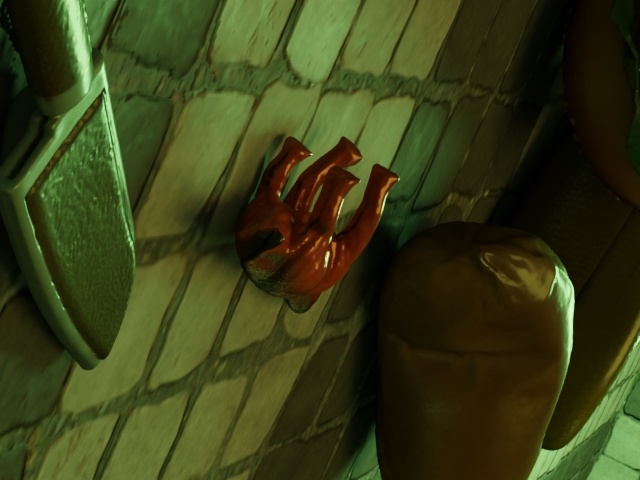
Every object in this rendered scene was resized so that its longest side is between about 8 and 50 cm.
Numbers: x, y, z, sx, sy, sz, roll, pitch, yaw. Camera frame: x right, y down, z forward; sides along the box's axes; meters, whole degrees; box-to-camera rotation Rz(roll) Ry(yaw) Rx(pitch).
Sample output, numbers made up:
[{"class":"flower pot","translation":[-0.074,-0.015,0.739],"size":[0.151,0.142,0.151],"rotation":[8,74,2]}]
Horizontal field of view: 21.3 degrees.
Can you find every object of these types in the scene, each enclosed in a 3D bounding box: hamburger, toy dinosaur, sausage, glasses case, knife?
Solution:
[{"class":"hamburger","translation":[0.271,-0.126,1.262],"size":[0.246,0.170,0.246],"rotation":[12,74,-47]},{"class":"toy dinosaur","translation":[-0.005,-0.004,0.867],"size":[0.101,0.055,0.279],"rotation":[-55,166,8]},{"class":"sausage","translation":[0.104,0.082,1.187],"size":[0.354,0.134,0.116],"rotation":[93,9,-57]},{"class":"glasses case","translation":[0.235,-0.011,1.415],"size":[0.371,0.141,0.173],"rotation":[-55,173,-26]},{"class":"knife","translation":[-0.095,-0.036,0.583],"size":[0.061,0.027,0.343],"rotation":[-59,166,-24]}]
